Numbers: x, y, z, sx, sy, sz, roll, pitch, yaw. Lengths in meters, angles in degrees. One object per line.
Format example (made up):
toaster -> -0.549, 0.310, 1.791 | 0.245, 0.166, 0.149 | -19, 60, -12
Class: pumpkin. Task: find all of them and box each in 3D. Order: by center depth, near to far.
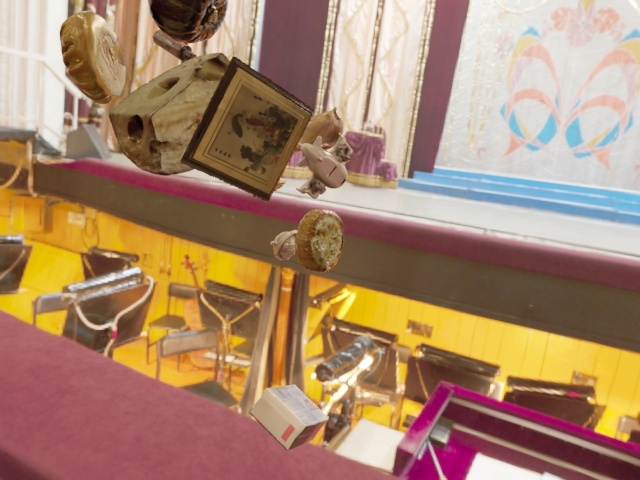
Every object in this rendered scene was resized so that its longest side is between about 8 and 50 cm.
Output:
pumpkin -> -0.482, -0.885, 1.822 | 0.241, 0.323, 0.323 | 28, 11, 3

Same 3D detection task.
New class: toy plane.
toy plane -> 0.008, -0.265, 1.744 | 0.252, 0.252, 0.118 | -1, 29, -41

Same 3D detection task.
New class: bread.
bread -> -0.871, -0.686, 1.884 | 0.160, 0.333, 0.333 | -2, 9, 4

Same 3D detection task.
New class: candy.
candy -> 0.000, 0.000, 1.994 | 0.118, 0.260, 0.260 | 9, 9, 30

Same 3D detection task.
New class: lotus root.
lotus root -> -0.310, -0.276, 1.110 | 0.142, 0.210, 0.314 | 5, 34, 38

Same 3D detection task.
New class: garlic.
garlic -> -0.004, -0.377, 1.790 | 0.217, 0.110, 0.228 | -21, -8, -29

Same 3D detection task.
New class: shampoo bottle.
shampoo bottle -> -0.592, -0.789, 2.030 | 0.214, 0.072, 0.072 | 36, 20, 19

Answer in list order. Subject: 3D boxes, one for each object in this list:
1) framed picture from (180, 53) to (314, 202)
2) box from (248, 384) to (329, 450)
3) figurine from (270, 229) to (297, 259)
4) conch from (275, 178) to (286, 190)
framed picture -> -0.120, -0.184, 0.871 | 0.195, 0.199, 0.010 | 23, 8, -40
box -> -0.074, 0.438, 1.248 | 0.135, 0.081, 0.199 | 38, 2, 23
figurine -> -0.128, 0.027, 2.282 | 0.141, 0.163, 0.236 | 43, 21, 28
conch -> -0.205, -0.224, 2.017 | 0.176, 0.104, 0.094 | 11, 43, -42
